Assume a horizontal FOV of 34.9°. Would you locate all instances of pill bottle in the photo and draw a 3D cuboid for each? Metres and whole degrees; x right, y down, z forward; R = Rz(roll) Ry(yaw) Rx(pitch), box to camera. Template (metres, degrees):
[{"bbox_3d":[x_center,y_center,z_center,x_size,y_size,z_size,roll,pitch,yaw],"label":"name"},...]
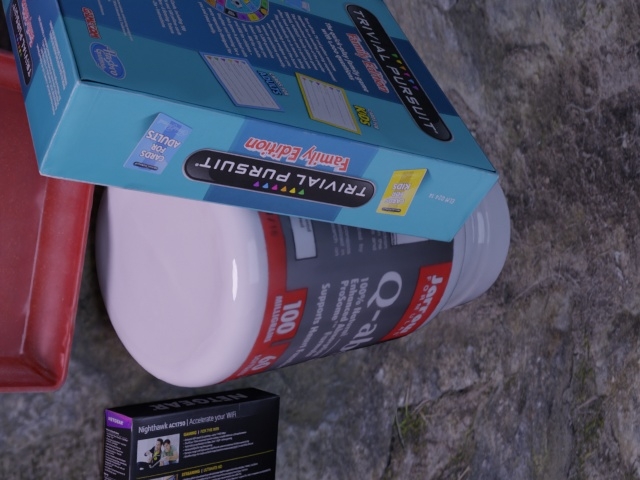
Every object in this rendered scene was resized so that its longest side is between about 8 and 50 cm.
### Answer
[{"bbox_3d":[0.000,0.000,0.928,0.363,0.210,0.210,-8,102,-44],"label":"pill bottle"}]

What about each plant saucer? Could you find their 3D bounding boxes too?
[{"bbox_3d":[-0.286,-0.019,0.740,0.259,0.048,0.258,9,89,-52],"label":"plant saucer"}]

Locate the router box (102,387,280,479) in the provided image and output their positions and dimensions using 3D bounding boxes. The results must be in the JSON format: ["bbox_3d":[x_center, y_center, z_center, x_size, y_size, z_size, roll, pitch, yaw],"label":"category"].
[{"bbox_3d":[-0.119,0.216,0.958,0.179,0.046,0.133,0,96,-45],"label":"router box"}]

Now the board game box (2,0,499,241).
[{"bbox_3d":[-0.059,-0.130,0.781,0.336,0.253,0.079,9,129,-33],"label":"board game box"}]
